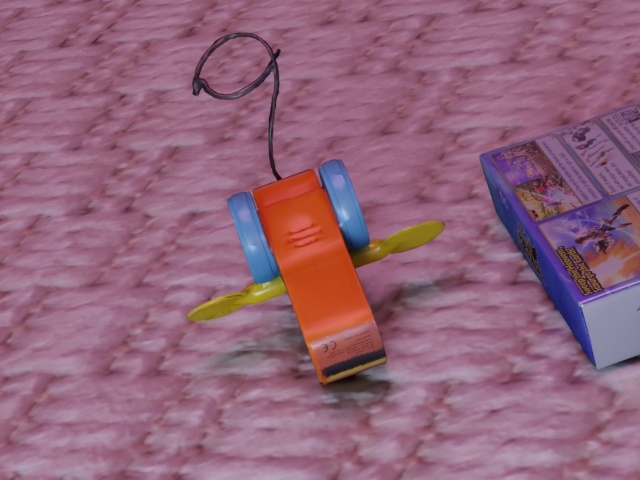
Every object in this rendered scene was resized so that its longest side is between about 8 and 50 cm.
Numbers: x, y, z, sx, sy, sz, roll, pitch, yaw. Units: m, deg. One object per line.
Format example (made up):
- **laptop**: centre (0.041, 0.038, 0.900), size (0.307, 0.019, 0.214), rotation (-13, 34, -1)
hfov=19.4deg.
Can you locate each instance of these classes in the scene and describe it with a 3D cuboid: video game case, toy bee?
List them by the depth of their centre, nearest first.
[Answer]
- **video game case**: centre (0.271, -0.028, 1.390), size (0.244, 0.061, 0.269), rotation (-18, 27, -2)
- **toy bee**: centre (0.000, 0.000, 1.444), size (0.195, 0.162, 0.298), rotation (-3, 55, 12)
